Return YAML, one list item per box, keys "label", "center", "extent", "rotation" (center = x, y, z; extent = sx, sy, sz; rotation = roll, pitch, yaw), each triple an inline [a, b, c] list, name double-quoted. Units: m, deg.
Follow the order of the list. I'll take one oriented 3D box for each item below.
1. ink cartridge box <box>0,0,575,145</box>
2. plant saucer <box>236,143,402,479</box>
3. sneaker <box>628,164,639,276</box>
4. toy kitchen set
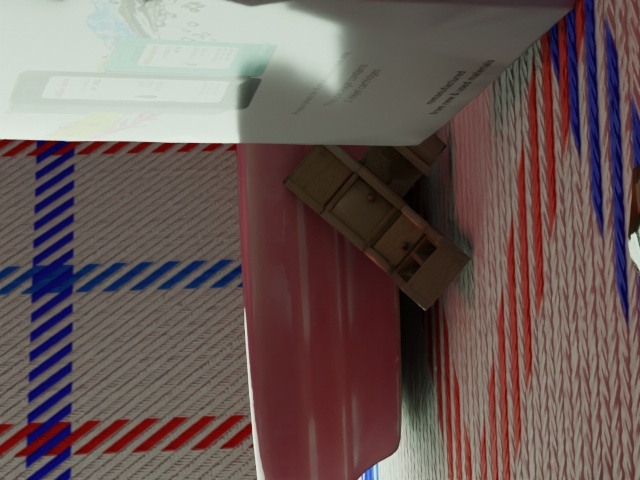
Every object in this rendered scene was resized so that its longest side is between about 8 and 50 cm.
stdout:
- label: "ink cartridge box"
  center: [-0.068, -0.155, 0.753]
  extent: [0.197, 0.270, 0.198]
  rotation: [138, 131, -71]
- label: "plant saucer"
  center: [0.000, 0.000, 1.142]
  extent: [0.332, 0.084, 0.332]
  rotation: [-4, -90, -90]
- label: "sneaker"
  center: [0.092, 0.027, 0.312]
  extent: [0.192, 0.064, 0.086]
  rotation: [167, 106, -82]
- label: "toy kitchen set"
  center: [0.037, -0.023, 0.948]
  extent: [0.068, 0.083, 0.075]
  rotation: [-50, 10, 3]
